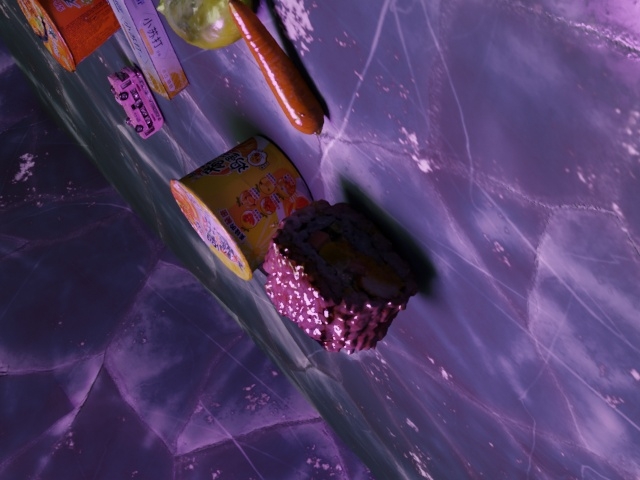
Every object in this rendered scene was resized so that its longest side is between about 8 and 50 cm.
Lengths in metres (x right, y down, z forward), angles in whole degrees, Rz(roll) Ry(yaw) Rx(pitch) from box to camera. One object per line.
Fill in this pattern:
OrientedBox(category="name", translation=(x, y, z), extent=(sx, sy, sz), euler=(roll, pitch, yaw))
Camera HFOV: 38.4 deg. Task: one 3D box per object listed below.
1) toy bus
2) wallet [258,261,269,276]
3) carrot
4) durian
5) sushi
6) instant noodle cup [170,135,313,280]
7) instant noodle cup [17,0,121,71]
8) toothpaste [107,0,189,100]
OrientedBox(category="toy bus", translation=(-0.482, -0.362, 2.405), extent=(0.063, 0.090, 0.203), euler=(39, 160, 39))
OrientedBox(category="wallet", translation=(-0.166, -0.012, 2.356), extent=(0.172, 0.045, 0.318), euler=(36, 156, 42))
OrientedBox(category="carrot", translation=(-0.071, -0.276, 1.461), extent=(0.062, 0.066, 0.271), euler=(-7, 127, 41))
OrientedBox(category="durian", translation=(-0.181, -0.380, 1.491), extent=(0.250, 0.101, 0.139), euler=(23, 146, 50))
OrientedBox(category="sushi", translation=(0.036, 0.068, 1.630), extent=(0.270, 0.237, 0.170), euler=(45, 139, 25))
OrientedBox(category="instant noodle cup", translation=(-0.150, -0.076, 1.881), extent=(0.264, 0.200, 0.264), euler=(47, 164, 18))
OrientedBox(category="instant noodle cup", translation=(-0.553, -0.526, 2.078), extent=(0.230, 0.182, 0.230), euler=(47, 164, 19))
OrientedBox(category="toothpaste", translation=(-0.376, -0.448, 1.966), extent=(0.089, 0.071, 0.312), euler=(34, 156, 39))
